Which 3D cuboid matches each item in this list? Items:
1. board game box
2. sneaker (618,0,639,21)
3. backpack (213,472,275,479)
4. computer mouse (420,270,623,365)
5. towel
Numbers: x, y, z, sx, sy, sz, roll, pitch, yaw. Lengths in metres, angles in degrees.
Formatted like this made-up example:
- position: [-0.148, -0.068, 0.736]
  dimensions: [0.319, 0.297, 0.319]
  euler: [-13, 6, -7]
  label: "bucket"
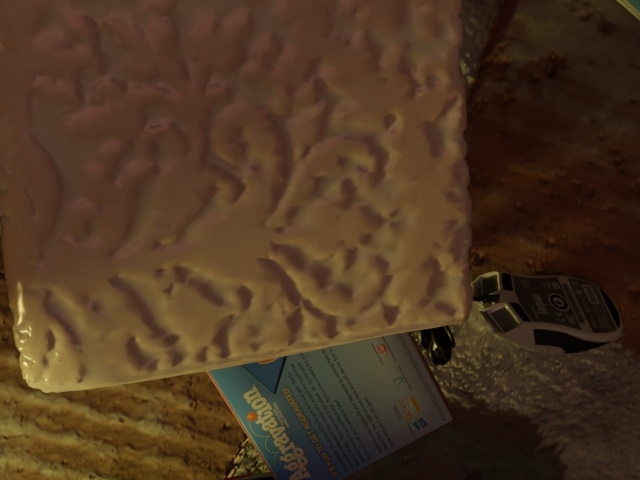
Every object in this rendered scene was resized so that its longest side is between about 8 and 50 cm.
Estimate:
- position: [-0.019, 0.060, 1.218]
  dimensions: [0.145, 0.027, 0.281]
  euler: [-29, 121, -1]
  label: "board game box"
- position: [0.296, -0.168, 1.248]
  dimensions: [0.237, 0.086, 0.085]
  euler: [29, 102, -26]
  label: "sneaker"
- position: [-0.067, 0.297, 1.276]
  dimensions: [0.253, 0.225, 0.191]
  euler: [-12, 139, -27]
  label: "backpack"
- position: [0.151, 0.060, 1.314]
  dimensions: [0.193, 0.106, 0.042]
  euler: [9, 132, -27]
  label: "computer mouse"
- position: [-0.058, -0.069, 1.095]
  dimensions: [0.317, 0.053, 0.332]
  euler: [-9, 118, -11]
  label: "towel"
